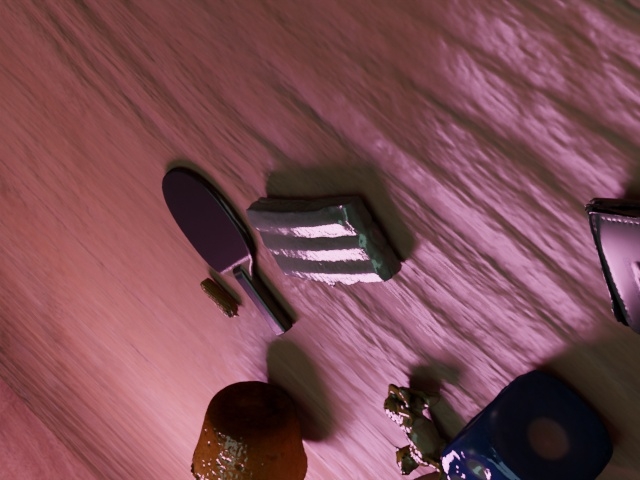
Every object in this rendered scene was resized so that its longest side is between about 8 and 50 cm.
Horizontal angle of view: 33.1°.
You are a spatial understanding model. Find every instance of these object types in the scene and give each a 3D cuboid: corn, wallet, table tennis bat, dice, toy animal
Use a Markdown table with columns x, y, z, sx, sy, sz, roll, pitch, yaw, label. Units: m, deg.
| x | y | z | sx | sy | sz | roll | pitch | yaw | label |
| --- | --- | --- | --- | --- | --- | --- | --- | --- | --- |
| -0.163 | 0.095 | 1.747 | 0.083 | 0.028 | 0.027 | 45 | 108 | 8 | corn |
| 0.338 | 0.036 | 0.938 | 0.231 | 0.069 | 0.170 | 9 | 136 | 52 | wallet |
| -0.140 | 0.017 | 1.630 | 0.301 | 0.022 | 0.173 | 53 | 151 | -4 | table tennis bat |
| 0.236 | 0.246 | 1.243 | 0.143 | 0.146 | 0.146 | 45 | 151 | 14 | dice |
| 0.127 | 0.256 | 1.493 | 0.136 | 0.073 | 0.181 | 10 | 136 | 60 | toy animal |

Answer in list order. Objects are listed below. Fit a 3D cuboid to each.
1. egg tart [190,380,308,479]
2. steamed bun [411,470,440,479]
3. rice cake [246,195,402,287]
| x | y | z | sx | sy | sz | roll | pitch | yaw | label |
| --- | --- | --- | --- | --- | --- | --- | --- | --- | --- |
| -0.117 | 0.331 | 1.820 | 0.203 | 0.203 | 0.147 | 30 | 132 | 32 | egg tart |
| 0.208 | 0.515 | 1.512 | 0.374 | 0.241 | 0.374 | 37 | 147 | 29 | steamed bun |
| 0.000 | 0.000 | 1.392 | 0.237 | 0.043 | 0.127 | -1 | 125 | 56 | rice cake |
